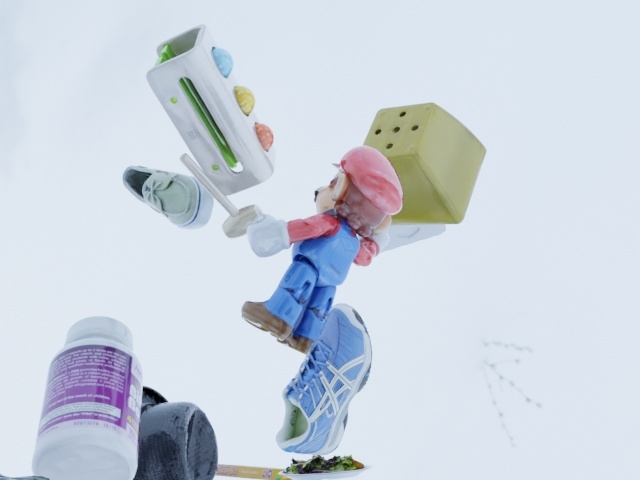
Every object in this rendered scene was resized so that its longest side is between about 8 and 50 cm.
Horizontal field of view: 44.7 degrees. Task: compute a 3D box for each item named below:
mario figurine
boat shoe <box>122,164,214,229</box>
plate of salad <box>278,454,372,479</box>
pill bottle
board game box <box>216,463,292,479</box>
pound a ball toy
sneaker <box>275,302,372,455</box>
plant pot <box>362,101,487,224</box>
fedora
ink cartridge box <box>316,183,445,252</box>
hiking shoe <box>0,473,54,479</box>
[{"bbox_3d":[0.000,0.000,1.153,0.320,0.170,0.198,-59,169,-12],"label":"mario figurine"},{"bbox_3d":[-0.316,-0.091,1.585,0.094,0.302,0.109,11,95,-36],"label":"boat shoe"},{"bbox_3d":[0.009,0.473,1.638,0.200,0.200,0.048,6,75,-42],"label":"plate of salad"},{"bbox_3d":[-0.396,0.278,1.357,0.169,0.301,0.169,-5,129,-6],"label":"pill bottle"},{"bbox_3d":[-0.140,0.571,1.907,0.124,0.259,0.039,27,65,-51],"label":"board game box"},{"bbox_3d":[-0.168,-0.190,1.361,0.135,0.208,0.319,-21,123,13],"label":"pound a ball toy"},{"bbox_3d":[0.003,0.182,0.990,0.081,0.080,0.211,4,104,-44],"label":"sneaker"},{"bbox_3d":[0.200,-0.172,1.654,0.187,0.212,0.212,51,52,-41],"label":"plant pot"},{"bbox_3d":[-0.311,0.450,1.606,0.152,0.334,0.334,-20,143,19],"label":"fedora"},{"bbox_3d":[0.152,-0.083,2.035,0.226,0.306,0.131,-17,108,-19],"label":"ink cartridge box"},{"bbox_3d":[-0.489,0.366,1.098,0.226,0.086,0.114,0,174,3],"label":"hiking shoe"}]
